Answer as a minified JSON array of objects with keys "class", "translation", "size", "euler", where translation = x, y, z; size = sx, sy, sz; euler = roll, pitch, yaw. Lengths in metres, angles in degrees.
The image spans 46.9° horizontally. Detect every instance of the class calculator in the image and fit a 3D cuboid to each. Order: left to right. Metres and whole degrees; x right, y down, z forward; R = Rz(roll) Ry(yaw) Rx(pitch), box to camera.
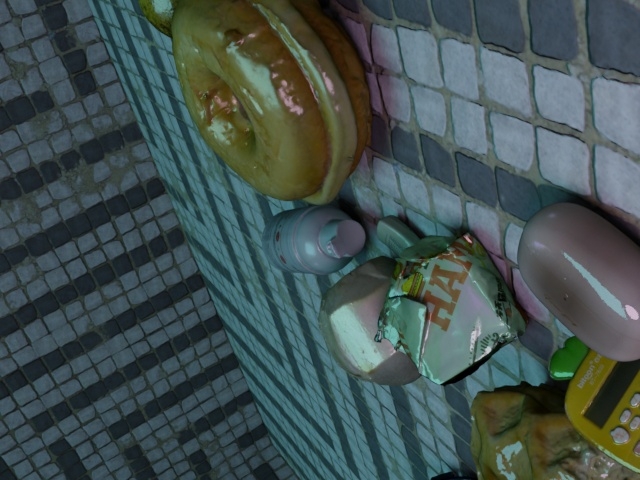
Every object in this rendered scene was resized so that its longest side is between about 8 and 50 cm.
[{"class":"calculator","translation":[0.369,0.187,0.858],"size":[0.032,0.146,0.235],"euler":[25,-172,-41]}]

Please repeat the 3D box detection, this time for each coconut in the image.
[{"class":"coconut","translation":[0.115,0.154,1.329],"size":[0.241,0.241,0.241],"euler":[50,158,28]}]

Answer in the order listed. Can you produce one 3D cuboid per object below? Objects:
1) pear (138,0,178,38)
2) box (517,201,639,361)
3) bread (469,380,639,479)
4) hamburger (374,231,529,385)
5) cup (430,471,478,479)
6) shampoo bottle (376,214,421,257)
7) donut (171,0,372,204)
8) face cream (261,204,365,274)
[{"class":"pear","translation":[-0.242,-0.457,1.372],"size":[0.197,0.197,0.197],"euler":[50,158,28]},{"class":"box","translation":[0.313,0.046,0.850],"size":[0.200,0.088,0.146],"euler":[48,159,30]},{"class":"bread","translation":[0.338,0.310,1.022],"size":[0.252,0.238,0.196],"euler":[18,94,58]},{"class":"hamburger","translation":[0.184,0.107,1.133],"size":[0.235,0.125,0.214],"euler":[-47,67,35]},{"class":"cup","translation":[0.299,0.683,1.569],"size":[0.308,0.242,0.292],"euler":[20,138,58]},{"class":"shampoo bottle","translation":[0.175,0.040,1.253],"size":[0.212,0.049,0.072],"euler":[48,156,32]},{"class":"donut","translation":[-0.086,-0.251,1.235],"size":[0.449,0.198,0.449],"euler":[44,157,24]},{"class":"face cream","translation":[0.000,0.000,1.499],"size":[0.145,0.145,0.369],"euler":[64,160,-10]}]
